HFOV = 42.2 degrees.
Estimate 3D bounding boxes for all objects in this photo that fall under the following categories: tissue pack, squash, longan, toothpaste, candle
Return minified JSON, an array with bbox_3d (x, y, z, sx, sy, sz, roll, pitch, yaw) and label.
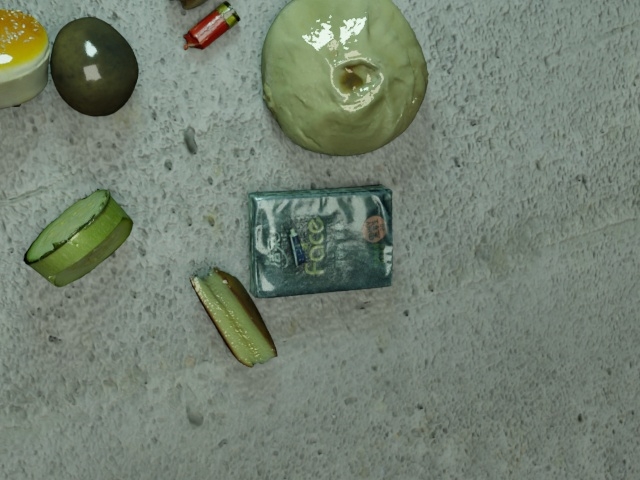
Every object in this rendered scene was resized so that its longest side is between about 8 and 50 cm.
[{"bbox_3d":[0.000,0.000,1.817,0.316,0.103,0.227,-4,102,-14],"label":"tissue pack"},{"bbox_3d":[-0.469,0.007,1.637,0.220,0.220,0.133,-38,106,-4],"label":"squash"},{"bbox_3d":[-0.435,-0.333,1.594,0.167,0.167,0.187,-24,97,-8],"label":"longan"},{"bbox_3d":[-0.050,0.014,1.742,0.027,0.019,0.083,-26,113,-28],"label":"toothpaste"},{"bbox_3d":[-0.227,-0.429,1.686,0.131,0.052,0.052,-39,109,-1],"label":"candle"}]

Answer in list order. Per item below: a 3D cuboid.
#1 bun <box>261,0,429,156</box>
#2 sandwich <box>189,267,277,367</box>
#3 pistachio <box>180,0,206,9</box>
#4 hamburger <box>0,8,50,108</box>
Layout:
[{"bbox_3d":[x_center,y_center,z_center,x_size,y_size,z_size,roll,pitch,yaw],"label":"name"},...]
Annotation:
[{"bbox_3d":[0.058,-0.345,1.702,0.364,0.202,0.364,-3,103,-12],"label":"bun"},{"bbox_3d":[-0.191,0.159,1.810,0.094,0.096,0.258,-29,110,0],"label":"sandwich"},{"bbox_3d":[-0.238,-0.544,1.627,0.124,0.124,0.185,32,99,-19],"label":"pistachio"},{"bbox_3d":[-0.645,-0.330,1.513,0.295,0.227,0.151,-8,128,-16],"label":"hamburger"}]
